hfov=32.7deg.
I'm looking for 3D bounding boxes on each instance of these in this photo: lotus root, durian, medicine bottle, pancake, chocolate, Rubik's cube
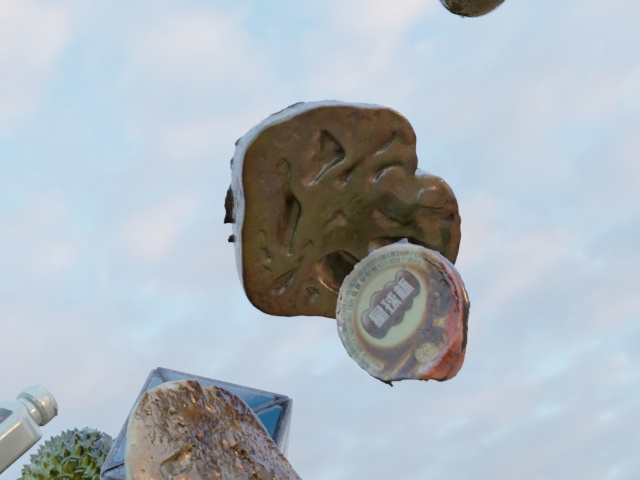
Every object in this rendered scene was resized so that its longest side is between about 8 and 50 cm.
[{"bbox_3d":[0.024,-0.036,1.712,0.375,0.111,0.390,-44,-69,7],"label":"lotus root"},{"bbox_3d":[-0.416,0.450,1.962,0.291,0.225,0.291,-1,-4,0],"label":"durian"},{"bbox_3d":[-0.505,0.313,1.682,0.121,0.083,0.229,-11,22,43],"label":"medicine bottle"},{"bbox_3d":[-0.124,0.334,1.433,0.065,0.356,0.356,-38,-37,23],"label":"pancake"},{"bbox_3d":[0.146,0.113,1.610,0.221,0.221,0.147,-29,-23,22],"label":"chocolate"},{"bbox_3d":[-0.195,0.389,1.764,0.259,0.260,0.255,11,-52,5],"label":"Rubik's cube"}]

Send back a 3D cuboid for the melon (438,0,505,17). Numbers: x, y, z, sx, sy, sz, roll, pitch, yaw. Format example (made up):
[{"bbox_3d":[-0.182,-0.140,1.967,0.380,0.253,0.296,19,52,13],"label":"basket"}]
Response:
[{"bbox_3d":[0.161,-0.294,1.124,0.098,0.098,0.131,6,-74,-32],"label":"melon"}]
